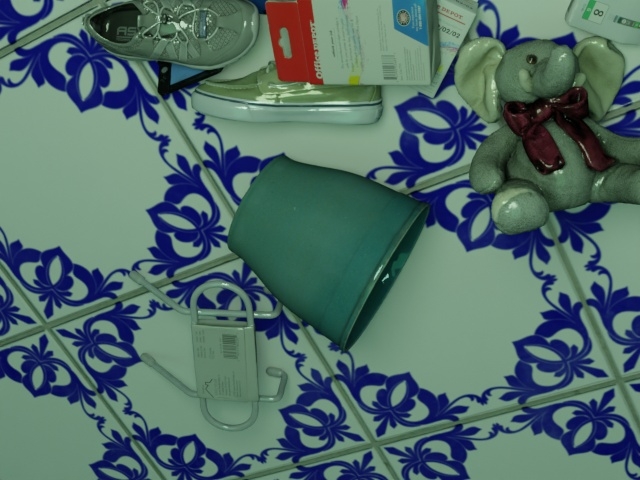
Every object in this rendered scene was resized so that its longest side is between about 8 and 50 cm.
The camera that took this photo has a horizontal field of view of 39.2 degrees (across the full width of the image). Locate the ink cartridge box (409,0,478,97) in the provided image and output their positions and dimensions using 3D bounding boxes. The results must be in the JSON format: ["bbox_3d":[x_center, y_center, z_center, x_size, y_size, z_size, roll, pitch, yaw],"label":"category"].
[{"bbox_3d":[0.162,-0.317,1.324,0.104,0.062,0.181,24,123,-2],"label":"ink cartridge box"}]

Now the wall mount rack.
[{"bbox_3d":[-0.216,0.188,1.686,0.303,0.130,0.350,4,122,5],"label":"wall mount rack"}]

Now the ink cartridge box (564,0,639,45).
[{"bbox_3d":[0.480,-0.352,1.244,0.224,0.056,0.181,20,123,2],"label":"ink cartridge box"}]

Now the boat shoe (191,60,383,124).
[{"bbox_3d":[-0.051,-0.238,1.409,0.302,0.109,0.094,2,108,0],"label":"boat shoe"}]

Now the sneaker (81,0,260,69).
[{"bbox_3d":[-0.226,-0.312,1.345,0.281,0.115,0.105,-2,90,21],"label":"sneaker"}]

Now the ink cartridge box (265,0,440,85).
[{"bbox_3d":[0.048,-0.296,1.278,0.230,0.078,0.134,4,128,18],"label":"ink cartridge box"}]

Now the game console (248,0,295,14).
[{"bbox_3d":[-0.031,-0.463,1.298,0.292,0.173,0.250,10,92,5],"label":"game console"}]

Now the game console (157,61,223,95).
[{"bbox_3d":[-0.220,-0.303,1.412,0.122,0.107,0.071,-17,144,22],"label":"game console"}]

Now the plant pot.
[{"bbox_3d":[0.000,0.000,1.452,0.255,0.271,0.272,30,124,11],"label":"plant pot"}]

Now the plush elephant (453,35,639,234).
[{"bbox_3d":[0.327,-0.175,1.274,0.271,0.330,0.256,-10,101,-2],"label":"plush elephant"}]
